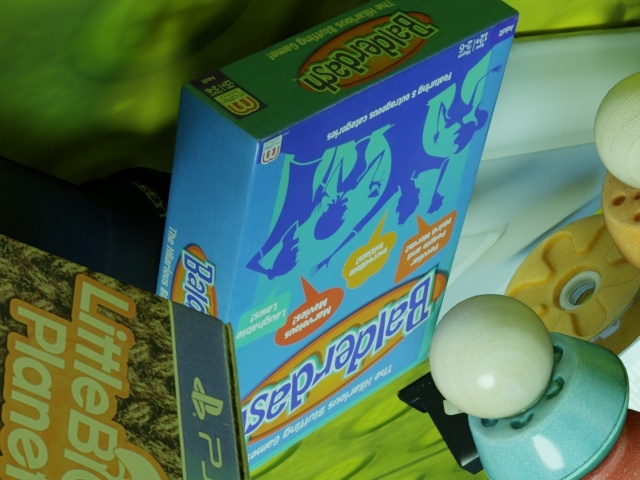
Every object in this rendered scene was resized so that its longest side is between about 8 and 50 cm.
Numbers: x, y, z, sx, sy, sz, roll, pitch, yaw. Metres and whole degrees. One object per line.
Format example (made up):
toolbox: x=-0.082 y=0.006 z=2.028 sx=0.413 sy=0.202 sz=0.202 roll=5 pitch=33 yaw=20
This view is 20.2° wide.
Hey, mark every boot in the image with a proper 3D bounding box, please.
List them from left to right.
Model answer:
boot: x=-0.173 y=0.054 z=0.750 sx=0.246 sy=0.094 sz=0.207 roll=-44 pitch=161 yaw=17

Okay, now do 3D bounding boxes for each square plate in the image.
square plate: x=0.041 y=0.006 z=1.025 sx=0.347 sy=0.049 sz=0.344 roll=-11 pitch=152 yaw=-44

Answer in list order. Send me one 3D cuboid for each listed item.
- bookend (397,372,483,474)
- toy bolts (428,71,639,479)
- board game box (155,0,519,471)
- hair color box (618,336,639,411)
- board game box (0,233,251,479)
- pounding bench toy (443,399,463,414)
bookend: x=0.171 y=0.148 z=1.409 sx=0.156 sy=0.157 sz=0.072 roll=-33 pitch=161 yaw=6
toy bolts: x=0.128 y=0.029 z=0.931 sx=0.218 sy=0.158 sz=0.228 roll=-3 pitch=-129 yaw=49
board game box: x=0.000 y=0.000 z=0.790 sx=0.160 sy=0.047 sz=0.210 roll=-30 pitch=145 yaw=-37
hair color box: x=0.294 y=0.031 z=1.189 sx=0.374 sy=0.113 sz=0.185 roll=-44 pitch=-177 yaw=25
board game box: x=-0.203 y=0.096 z=0.567 sx=0.291 sy=0.141 sz=0.232 roll=23 pitch=130 yaw=-31
pounding bench toy: x=0.107 y=0.076 z=1.270 sx=0.083 sy=0.065 sz=0.052 roll=-40 pitch=158 yaw=22
